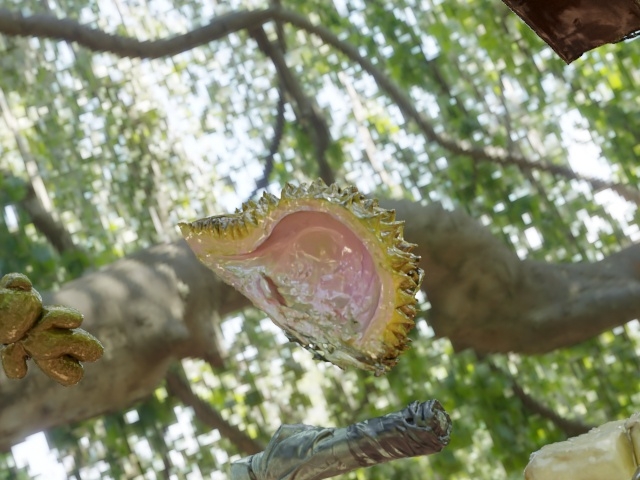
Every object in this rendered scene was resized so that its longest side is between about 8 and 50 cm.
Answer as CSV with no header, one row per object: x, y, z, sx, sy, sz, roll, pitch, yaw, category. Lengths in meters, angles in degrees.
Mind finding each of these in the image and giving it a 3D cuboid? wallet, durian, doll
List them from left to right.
-0.400,0.123,1.734,0.137,0.097,0.209,-37,-53,10,doll
0.015,0.002,1.417,0.195,0.305,0.186,-21,-52,-49,durian
0.157,-0.201,0.899,0.095,0.176,0.026,-24,35,50,wallet

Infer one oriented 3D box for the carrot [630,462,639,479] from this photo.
0.258,0.140,0.767,0.114,0.114,0.302,-32,8,37,carrot

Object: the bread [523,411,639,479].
0.459,0.365,1.472,0.279,0.390,0.371,-25,-13,27,bread

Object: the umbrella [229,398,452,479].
0.013,0.160,0.969,0.188,0.050,0.046,-20,-20,27,umbrella
